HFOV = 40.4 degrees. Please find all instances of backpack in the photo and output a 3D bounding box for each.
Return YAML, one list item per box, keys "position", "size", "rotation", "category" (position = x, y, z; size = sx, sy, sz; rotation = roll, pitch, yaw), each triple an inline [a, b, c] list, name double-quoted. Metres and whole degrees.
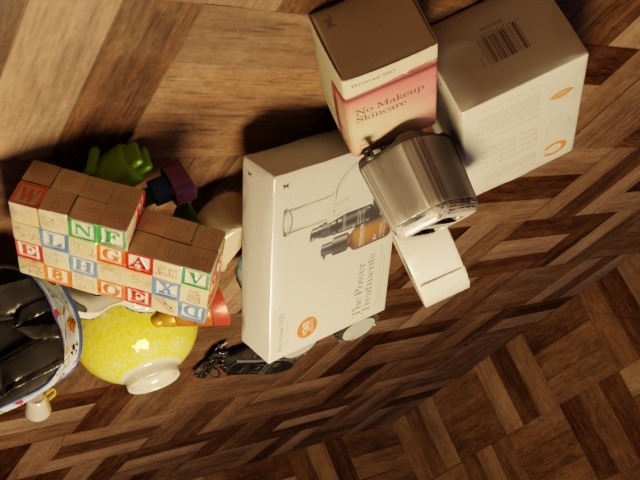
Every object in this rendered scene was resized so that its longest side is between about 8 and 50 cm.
- position: [-0.528, 0.161, 1.428]
  size: [0.263, 0.277, 0.213]
  rotation: [-19, -174, 10]
  category: "backpack"

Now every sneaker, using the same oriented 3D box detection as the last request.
- position: [-0.385, 0.077, 1.619]
  size: [0.271, 0.100, 0.108]
  rotation: [-3, 139, -52]
  category: "sneaker"

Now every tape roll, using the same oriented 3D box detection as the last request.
- position: [0.193, -0.013, 1.730]
  size: [0.100, 0.286, 0.286]
  rotation: [-25, 158, 2]
  category: "tape roll"

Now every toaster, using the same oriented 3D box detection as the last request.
- position: [0.159, -0.088, 1.392]
  size: [0.129, 0.147, 0.227]
  rotation: [-30, 169, 27]
  category: "toaster"

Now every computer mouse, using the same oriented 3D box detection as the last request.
- position: [-0.198, 0.314, 2.374]
  size: [0.272, 0.072, 0.188]
  rotation: [4, 149, -28]
  category: "computer mouse"

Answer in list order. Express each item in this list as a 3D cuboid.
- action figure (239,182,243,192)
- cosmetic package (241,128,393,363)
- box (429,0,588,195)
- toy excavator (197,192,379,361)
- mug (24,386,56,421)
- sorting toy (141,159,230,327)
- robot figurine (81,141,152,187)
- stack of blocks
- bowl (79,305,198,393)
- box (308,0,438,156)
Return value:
- position: [-0.114, -0.088, 1.590]
  size: [0.038, 0.030, 0.115]
  rotation: [-21, 163, 8]
  category: "action figure"
- position: [0.000, 0.000, 1.533]
  size: [0.284, 0.097, 0.377]
  rotation: [-20, 129, -32]
  category: "cosmetic package"
- position: [0.306, -0.245, 1.474]
  size: [0.215, 0.168, 0.345]
  rotation: [-25, 157, 2]
  category: "box"
- position: [-0.060, 0.038, 1.725]
  size: [0.432, 0.222, 0.445]
  rotation: [-15, 147, -26]
  category: "toy excavator"
- position: [-0.671, 0.382, 2.069]
  size: [0.062, 0.078, 0.064]
  rotation: [13, 141, -4]
  category: "mug"
- position: [-0.247, 0.033, 1.433]
  size: [0.126, 0.127, 0.366]
  rotation: [-25, 140, -17]
  category: "sorting toy"
- position: [-0.310, -0.101, 1.308]
  size: [0.115, 0.067, 0.101]
  rotation: [-31, 155, 17]
  category: "robot figurine"
- position: [-0.296, 0.005, 1.291]
  size: [0.297, 0.087, 0.171]
  rotation: [16, 140, 0]
  category: "stack of blocks"
- position: [-0.383, 0.239, 1.887]
  size: [0.289, 0.156, 0.289]
  rotation: [-21, 158, -9]
  category: "bowl"
- position: [0.084, -0.249, 1.294]
  size: [0.148, 0.127, 0.232]
  rotation: [-23, 159, -2]
  category: "box"
